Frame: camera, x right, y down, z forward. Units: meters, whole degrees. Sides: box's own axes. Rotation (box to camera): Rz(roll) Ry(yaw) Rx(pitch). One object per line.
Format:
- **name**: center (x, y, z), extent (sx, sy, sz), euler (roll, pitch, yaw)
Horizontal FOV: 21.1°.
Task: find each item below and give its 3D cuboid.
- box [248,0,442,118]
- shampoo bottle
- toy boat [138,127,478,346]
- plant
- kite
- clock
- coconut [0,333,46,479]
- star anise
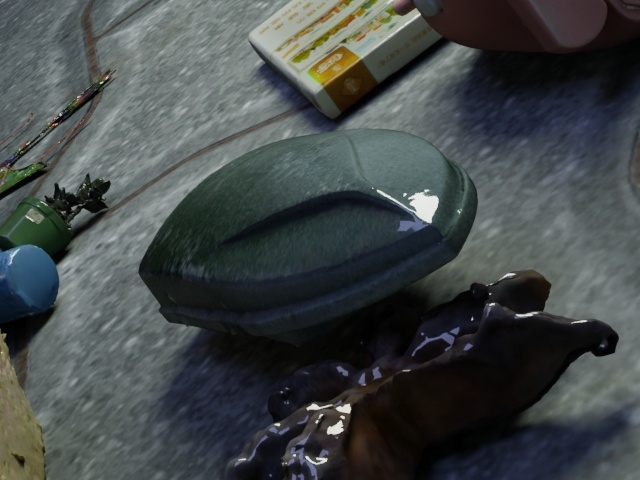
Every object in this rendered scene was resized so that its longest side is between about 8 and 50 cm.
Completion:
- **box**: center (0.019, -0.161, 1.313), extent (0.122, 0.032, 0.220), euler (-37, 23, -2)
- **shampoo bottle**: center (-0.301, 0.054, 1.310), extent (0.258, 0.061, 0.104), euler (-16, 34, 37)
- **toy boat**: center (0.000, 0.000, 0.939), extent (0.141, 0.092, 0.319), euler (-42, 14, -16)
- **plant**: center (-0.208, -0.020, 1.338), extent (0.102, 0.051, 0.051), euler (-45, 24, -30)
- **kite**: center (-0.283, -0.081, 1.609), extent (0.244, 0.006, 0.198), euler (-46, 25, -21)
- **clock**: center (0.158, -0.205, 1.099), extent (0.227, 0.142, 0.241), euler (-41, 14, -13)
- **coconut**: center (-0.301, 0.125, 0.993), extent (0.245, 0.233, 0.233), euler (-27, 25, 10)
- **star anise**: center (0.026, 0.078, 0.819), extent (0.208, 0.063, 0.172), euler (-39, 19, -7)
